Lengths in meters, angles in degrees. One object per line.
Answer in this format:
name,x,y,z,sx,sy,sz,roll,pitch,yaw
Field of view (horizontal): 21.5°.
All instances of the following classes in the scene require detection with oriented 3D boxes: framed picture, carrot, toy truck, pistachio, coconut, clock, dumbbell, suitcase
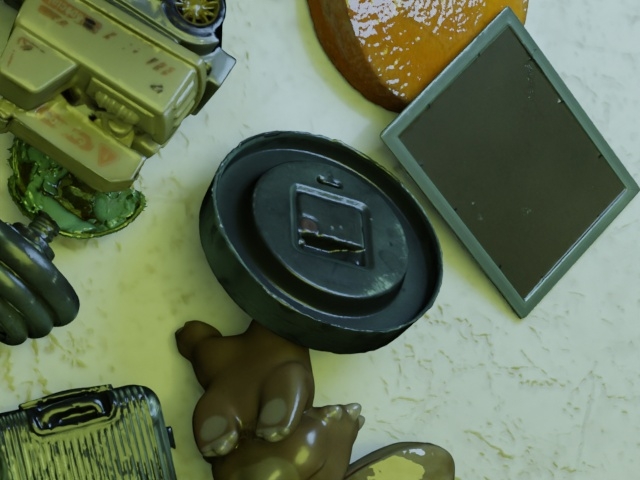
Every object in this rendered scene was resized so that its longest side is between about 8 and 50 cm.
framed picture,0.224,-0.090,1.976,0.232,0.019,0.296,-45,111,-17
carrot,0.115,-0.293,1.970,0.258,0.100,0.307,-7,93,-20
toy truck,-0.297,-0.236,1.761,0.405,0.180,0.254,33,61,-10
pistachio,0.065,0.285,1.859,0.185,0.126,0.108,-26,48,-3
coconut,-0.277,-0.062,1.823,0.133,0.055,0.158,-30,83,-25
clock,0.000,0.000,1.837,0.281,0.055,0.280,18,45,-19
dumbbell,-0.404,0.127,1.695,0.179,0.179,0.406,43,72,-8
suitcase,-0.238,0.309,1.752,0.202,0.128,0.312,-12,87,-18

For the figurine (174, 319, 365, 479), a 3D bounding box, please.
figurine,-0.046,0.192,1.816,0.177,0.247,0.173,-33,132,5
